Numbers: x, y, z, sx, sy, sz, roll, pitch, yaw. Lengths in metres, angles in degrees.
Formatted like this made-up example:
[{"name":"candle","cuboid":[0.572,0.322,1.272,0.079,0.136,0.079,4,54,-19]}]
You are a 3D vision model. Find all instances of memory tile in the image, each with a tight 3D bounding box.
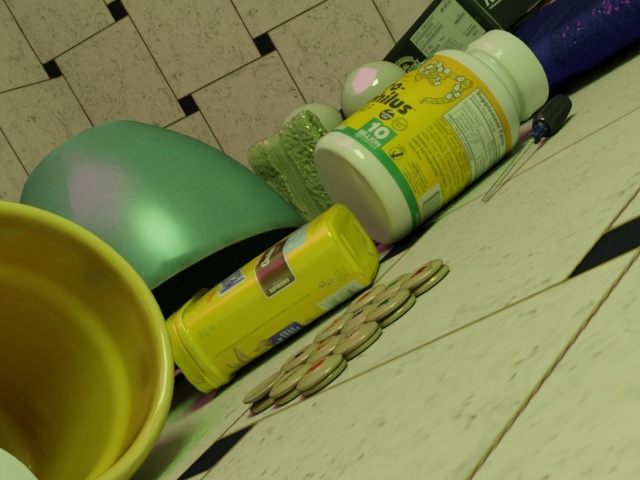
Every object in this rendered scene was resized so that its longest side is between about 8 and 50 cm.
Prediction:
[{"name":"memory tile","cuboid":[0.017,0.065,0.891,0.148,0.012,0.113,-40,7,-32]}]

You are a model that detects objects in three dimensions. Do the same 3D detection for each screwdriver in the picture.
[{"name":"screwdriver","cuboid":[0.177,-0.078,1.089,0.025,0.024,0.170,2,34,31]}]

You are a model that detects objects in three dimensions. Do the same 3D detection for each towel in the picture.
[{"name":"towel","cuboid":[-0.006,-0.047,1.261,0.027,0.148,0.110,-32,1,-44]},{"name":"towel","cuboid":[0.291,-0.222,1.326,0.308,0.076,0.227,-32,13,45]}]

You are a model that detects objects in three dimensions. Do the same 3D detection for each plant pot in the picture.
[{"name":"plant pot","cuboid":[-0.267,0.135,0.980,0.254,0.254,0.239,-42,-7,-42]},{"name":"plant pot","cuboid":[-0.180,0.001,1.239,0.290,0.195,0.290,-33,-15,-10]}]

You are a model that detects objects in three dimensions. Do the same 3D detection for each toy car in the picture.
[{"name":"toy car","cuboid":[0.057,-0.078,1.301,0.182,0.159,0.136,-31,46,23]}]

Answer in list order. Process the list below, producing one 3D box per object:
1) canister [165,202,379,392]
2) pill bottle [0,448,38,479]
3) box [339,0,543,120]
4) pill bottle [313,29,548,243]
[{"name":"canister","cuboid":[-0.038,0.045,1.090,0.170,0.073,0.126,-34,6,13]},{"name":"pill bottle","cuboid":[-0.262,0.205,0.720,0.265,0.153,0.153,-31,8,41]},{"name":"box","cuboid":[0.154,-0.223,1.670,0.318,0.097,0.395,-39,-6,-47]},{"name":"pill bottle","cuboid":[0.106,-0.100,1.174,0.208,0.117,0.117,-38,6,-18]}]
